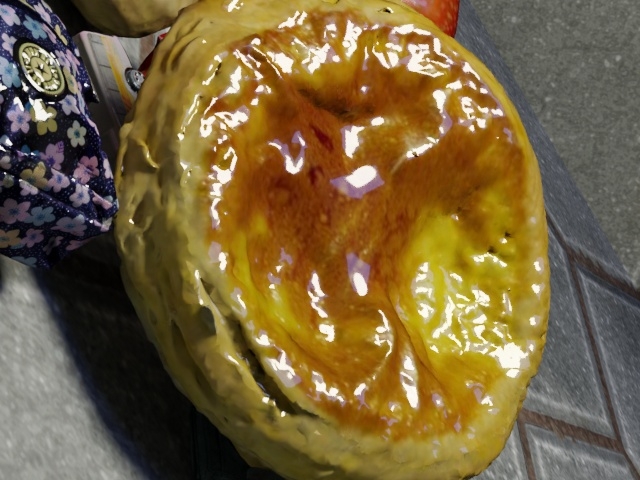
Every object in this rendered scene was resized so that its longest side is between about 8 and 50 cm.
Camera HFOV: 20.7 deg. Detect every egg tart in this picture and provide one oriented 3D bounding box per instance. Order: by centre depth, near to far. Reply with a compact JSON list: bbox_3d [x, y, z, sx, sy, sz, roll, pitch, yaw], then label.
[{"bbox_3d":[0.000,0.000,1.414,0.443,0.178,0.443,12,71,-37],"label":"egg tart"}]

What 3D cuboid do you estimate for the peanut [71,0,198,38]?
[{"bbox_3d":[-0.160,-0.316,1.660,0.387,0.169,0.192,-76,169,-57],"label":"peanut"}]

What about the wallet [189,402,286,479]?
[{"bbox_3d":[-0.042,0.172,1.382,0.129,0.026,0.088,20,38,-25],"label":"wallet"}]

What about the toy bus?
[{"bbox_3d":[-0.171,-0.092,1.468,0.072,0.057,0.172,10,52,-56],"label":"toy bus"}]

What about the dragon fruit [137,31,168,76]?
[{"bbox_3d":[-0.124,-0.141,1.562,0.111,0.153,0.153,10,51,-45],"label":"dragon fruit"}]

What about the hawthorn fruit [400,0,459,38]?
[{"bbox_3d":[0.010,-0.270,1.893,0.275,0.275,0.300,-84,149,-60],"label":"hawthorn fruit"}]

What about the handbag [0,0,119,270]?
[{"bbox_3d":[-0.234,-0.102,1.200,0.228,0.127,0.208,28,37,-46],"label":"handbag"}]
